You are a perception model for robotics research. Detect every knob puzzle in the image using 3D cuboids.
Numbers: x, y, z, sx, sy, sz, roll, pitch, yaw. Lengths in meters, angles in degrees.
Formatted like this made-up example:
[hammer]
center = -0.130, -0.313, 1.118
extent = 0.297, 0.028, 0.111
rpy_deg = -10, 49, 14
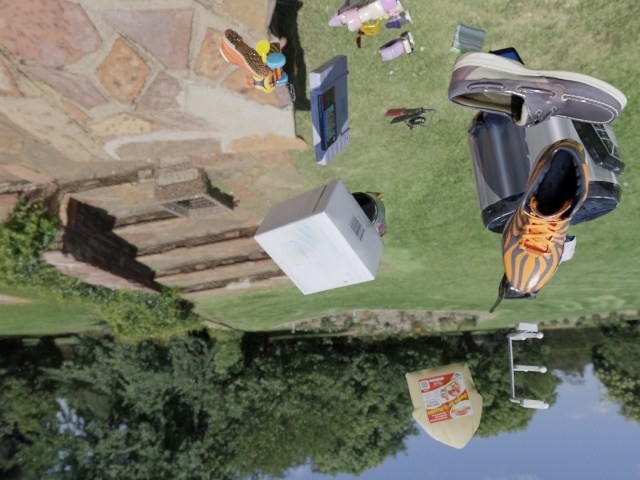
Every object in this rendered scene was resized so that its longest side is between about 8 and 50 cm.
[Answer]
[knob puzzle]
center = 0.320, 0.422, 1.043
extent = 0.212, 0.213, 0.030
rpy_deg = -1, 156, -9

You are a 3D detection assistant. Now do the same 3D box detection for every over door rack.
[over door rack]
center = 0.668, 0.405, 1.307
extent = 0.108, 0.240, 0.324
rpy_deg = -2, 161, 18

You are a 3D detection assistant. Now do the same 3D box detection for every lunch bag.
[lunch bag]
center = 0.707, 0.022, 1.212
extent = 0.083, 0.053, 0.071
rpy_deg = -13, 124, 5

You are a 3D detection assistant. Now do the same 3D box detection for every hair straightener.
[hair straightener]
center = 0.345, -0.462, 1.545
extent = 0.230, 0.047, 0.089
rpy_deg = 11, 145, 53

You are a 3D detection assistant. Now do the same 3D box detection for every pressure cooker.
[pressure cooker]
center = 0.627, -0.258, 1.206
extent = 0.374, 0.421, 0.370
rpy_deg = -5, 164, 4

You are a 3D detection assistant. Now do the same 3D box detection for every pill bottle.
[pill bottle]
center = 0.143, -0.092, 1.325
extent = 0.122, 0.123, 0.219
rpy_deg = -8, -179, 19

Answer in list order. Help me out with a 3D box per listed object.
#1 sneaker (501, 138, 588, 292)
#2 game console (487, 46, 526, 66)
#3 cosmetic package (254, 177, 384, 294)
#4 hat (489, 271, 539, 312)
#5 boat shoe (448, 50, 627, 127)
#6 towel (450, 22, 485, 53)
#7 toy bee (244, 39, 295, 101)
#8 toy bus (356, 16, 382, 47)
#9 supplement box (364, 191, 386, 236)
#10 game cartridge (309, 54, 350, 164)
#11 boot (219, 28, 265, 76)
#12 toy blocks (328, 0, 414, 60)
[sneaker]
center = 0.418, -0.032, 0.789
extent = 0.124, 0.322, 0.180
rpy_deg = 14, -160, 27
[game console]
center = 0.624, -0.583, 1.420
extent = 0.144, 0.085, 0.124
rpy_deg = 31, 112, -35
[cosmetic package]
center = 0.000, 0.000, 1.023
extent = 0.224, 0.138, 0.224
rpy_deg = -17, 124, 36
[hat]
center = 0.763, 0.158, 1.559
extent = 0.133, 0.332, 0.331
rpy_deg = 24, 175, 22
[boat shoe]
center = 0.361, -0.242, 0.709
extent = 0.285, 0.093, 0.103
rpy_deg = 20, 175, 9
[towel]
center = 0.543, -0.734, 1.501
extent = 0.113, 0.152, 0.023
rpy_deg = 18, 151, 7
[toy bee]
center = -0.198, -0.615, 1.477
extent = 0.162, 0.298, 0.195
rpy_deg = -11, 125, -6
[toy bus]
center = 0.193, -0.883, 1.613
extent = 0.104, 0.202, 0.191
rpy_deg = 2, 147, 10
[supplement box]
center = 0.208, -0.096, 1.697
extent = 0.080, 0.188, 0.104
rpy_deg = 11, -144, 36
[game cartridge]
center = 0.043, -0.495, 1.576
extent = 0.068, 0.230, 0.355
rpy_deg = 13, 133, 21
[boot]
center = -0.235, -0.545, 1.230
extent = 0.158, 0.059, 0.084
rpy_deg = 45, 148, -13
[toy blocks]
center = 0.141, -0.761, 1.375
extent = 0.259, 0.289, 0.309
rpy_deg = -15, 127, 26
